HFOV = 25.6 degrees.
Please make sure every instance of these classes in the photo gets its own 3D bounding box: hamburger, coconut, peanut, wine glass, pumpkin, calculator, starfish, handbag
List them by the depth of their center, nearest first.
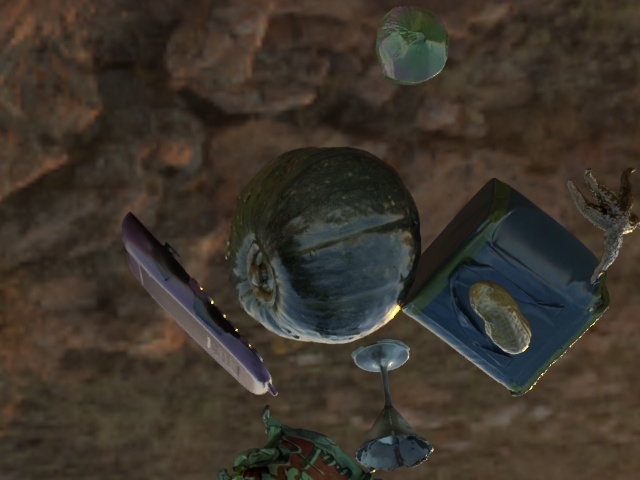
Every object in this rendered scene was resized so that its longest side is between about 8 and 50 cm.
[{"bbox_3d":[0.095,-0.203,1.459,0.083,0.082,0.081,-38,180,-5],"label":"coconut"},{"bbox_3d":[0.314,-0.014,1.502,0.133,0.130,0.041,2,-174,-38],"label":"starfish"},{"bbox_3d":[0.217,0.092,1.700,0.054,0.054,0.113,-17,121,31],"label":"peanut"},{"bbox_3d":[-0.028,0.366,1.810,0.150,0.260,0.276,-49,-179,25],"label":"hamburger"},{"bbox_3d":[-0.161,0.097,1.832,0.043,0.294,0.194,-41,172,-14],"label":"calculator"},{"bbox_3d":[0.000,0.000,2.073,0.257,0.291,0.327,-14,-161,-29],"label":"pumpkin"},{"bbox_3d":[0.101,0.251,2.168,0.122,0.183,0.122,-5,144,-4],"label":"wine glass"},{"bbox_3d":[0.291,0.070,2.219,0.241,0.222,0.263,39,112,-8],"label":"handbag"}]
